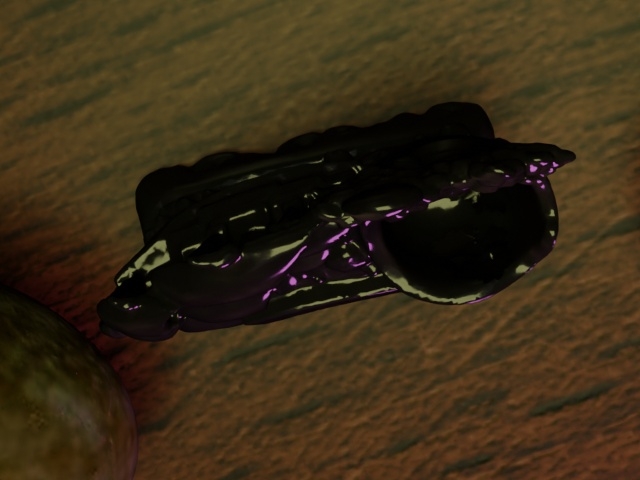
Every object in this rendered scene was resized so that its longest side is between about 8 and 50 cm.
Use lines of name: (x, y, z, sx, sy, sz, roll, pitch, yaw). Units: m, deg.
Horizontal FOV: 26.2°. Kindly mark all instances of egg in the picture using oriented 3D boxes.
egg: (-0.242, 0.118, 0.728, 0.289, 0.238, 0.238, -8, 102, -7)

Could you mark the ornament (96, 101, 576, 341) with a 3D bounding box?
ornament: (0.000, 0.000, 0.686, 0.251, 0.260, 0.106, -14, 96, 6)
